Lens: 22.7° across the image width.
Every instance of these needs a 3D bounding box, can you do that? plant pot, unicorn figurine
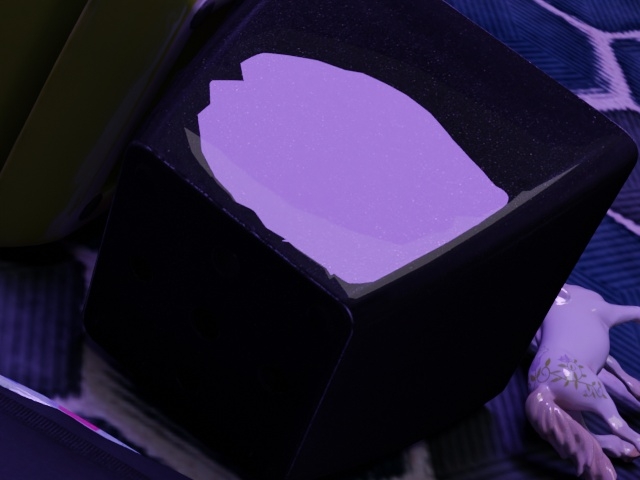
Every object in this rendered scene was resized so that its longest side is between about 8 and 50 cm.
[{"bbox_3d":[0.000,0.000,0.734,0.187,0.188,0.167,38,44,16],"label":"plant pot"},{"bbox_3d":[0.137,0.058,0.847,0.111,0.060,0.162,32,24,-9],"label":"unicorn figurine"},{"bbox_3d":[-0.134,-0.141,0.797,0.207,0.227,0.228,39,33,6],"label":"plant pot"}]

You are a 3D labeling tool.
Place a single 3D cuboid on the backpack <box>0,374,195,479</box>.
[{"bbox_3d":[-0.091,0.154,0.430,0.253,0.191,0.225,34,30,-2],"label":"backpack"}]
